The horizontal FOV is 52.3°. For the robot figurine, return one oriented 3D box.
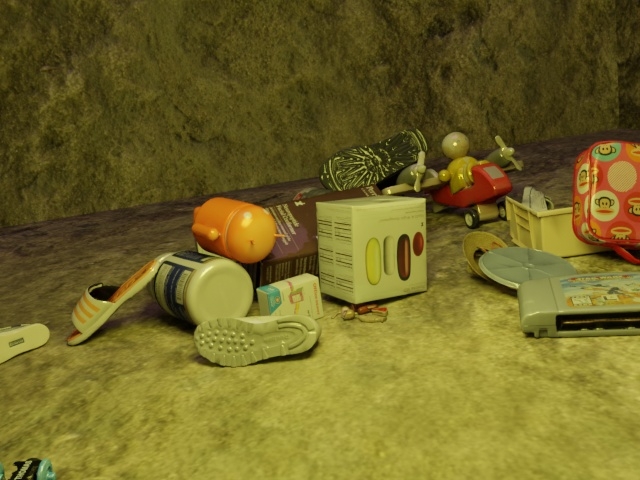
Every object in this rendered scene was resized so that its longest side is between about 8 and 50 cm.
[{"bbox_3d":[-0.180,-0.023,1.387,0.219,0.158,0.128,15,67,41],"label":"robot figurine"}]

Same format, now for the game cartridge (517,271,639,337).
[{"bbox_3d":[0.503,0.109,1.152,0.297,0.062,0.198,-5,18,15],"label":"game cartridge"}]

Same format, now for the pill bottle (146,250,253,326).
[{"bbox_3d":[-0.275,0.102,1.430,0.153,0.153,0.264,-17,16,-34],"label":"pill bottle"}]

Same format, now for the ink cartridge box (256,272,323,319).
[{"bbox_3d":[-0.060,0.127,1.330,0.122,0.089,0.052,-16,15,-31],"label":"ink cartridge box"}]

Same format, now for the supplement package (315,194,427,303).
[{"bbox_3d":[0.111,0.013,1.413,0.194,0.203,0.149,-8,11,-30],"label":"supplement package"}]

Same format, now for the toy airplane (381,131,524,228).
[{"bbox_3d":[0.421,-0.202,2.030,0.384,0.272,0.386,-2,15,26],"label":"toy airplane"}]

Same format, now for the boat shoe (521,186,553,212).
[{"bbox_3d":[0.620,-0.092,1.859,0.084,0.095,0.258,0,22,21],"label":"boat shoe"}]

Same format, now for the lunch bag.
[{"bbox_3d":[0.699,-0.076,1.399,0.293,0.258,0.120,4,-7,2],"label":"lunch bag"}]

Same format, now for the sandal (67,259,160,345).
[{"bbox_3d":[-0.464,0.115,1.414,0.265,0.076,0.102,-42,19,3],"label":"sandal"}]

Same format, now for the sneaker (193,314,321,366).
[{"bbox_3d":[-0.115,0.178,1.201,0.235,0.090,0.095,-2,1,9],"label":"sneaker"}]

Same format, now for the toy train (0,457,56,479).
[{"bbox_3d":[-0.330,0.309,0.691,0.080,0.105,0.184,-2,13,-6],"label":"toy train"}]

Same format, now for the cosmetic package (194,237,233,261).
[{"bbox_3d":[-0.251,0.013,1.945,0.231,0.086,0.117,-13,14,-13],"label":"cosmetic package"}]

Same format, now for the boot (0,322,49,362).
[{"bbox_3d":[-0.682,0.222,1.384,0.086,0.069,0.190,-6,3,41],"label":"boot"}]

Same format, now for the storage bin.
[{"bbox_3d":[0.622,-0.053,1.604,0.262,0.123,0.260,-8,13,1],"label":"storage bin"}]

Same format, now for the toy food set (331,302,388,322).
[{"bbox_3d":[0.085,0.142,1.329,0.122,0.019,0.078,-1,15,28],"label":"toy food set"}]

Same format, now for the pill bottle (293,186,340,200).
[{"bbox_3d":[0.033,-0.071,1.952,0.161,0.161,0.283,-14,14,-24],"label":"pill bottle"}]

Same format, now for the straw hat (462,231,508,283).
[{"bbox_3d":[0.358,0.051,1.444,0.144,0.144,0.061,-19,-22,-38],"label":"straw hat"}]

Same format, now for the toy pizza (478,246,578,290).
[{"bbox_3d":[0.430,0.067,1.357,0.201,0.032,0.201,2,24,-1],"label":"toy pizza"}]

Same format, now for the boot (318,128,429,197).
[{"bbox_3d":[0.182,-0.217,2.250,0.367,0.146,0.445,-17,-7,0],"label":"boot"}]

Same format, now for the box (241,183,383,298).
[{"bbox_3d":[0.000,0.000,1.580,0.381,0.143,0.191,-13,46,-22],"label":"box"}]
